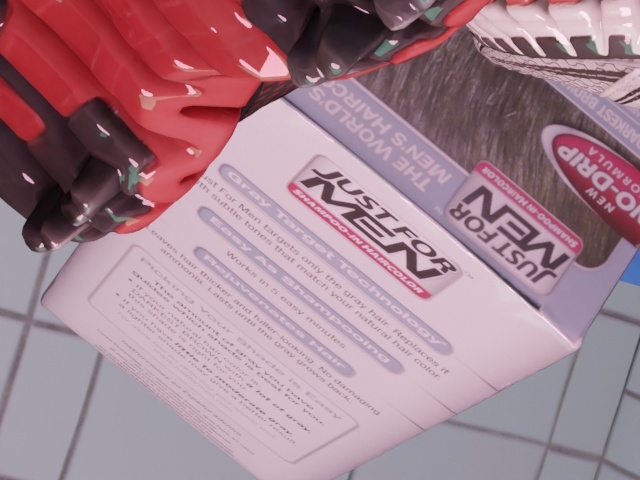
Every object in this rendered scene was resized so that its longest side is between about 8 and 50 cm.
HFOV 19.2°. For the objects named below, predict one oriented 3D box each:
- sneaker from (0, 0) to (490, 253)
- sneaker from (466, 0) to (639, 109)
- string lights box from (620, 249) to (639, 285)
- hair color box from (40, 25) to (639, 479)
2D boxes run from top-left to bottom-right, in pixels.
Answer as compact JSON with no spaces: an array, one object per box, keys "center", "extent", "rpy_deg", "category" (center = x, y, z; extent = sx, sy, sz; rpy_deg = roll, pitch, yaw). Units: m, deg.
[{"center":[-0.007,-0.087,0.421],"extent":[0.098,0.135,0.276],"rpy_deg":[49,153,-7],"category":"sneaker"},{"center":[0.112,-0.037,0.441],"extent":[0.225,0.088,0.093],"rpy_deg":[25,143,54],"category":"sneaker"},{"center":[0.150,-0.052,1.068],"extent":[0.259,0.076,0.133],"rpy_deg":[13,-138,-56],"category":"string lights box"},{"center":[0.000,0.000,0.921],"extent":[0.185,0.114,0.374],"rpy_deg":[39,155,-4],"category":"hair color box"}]
